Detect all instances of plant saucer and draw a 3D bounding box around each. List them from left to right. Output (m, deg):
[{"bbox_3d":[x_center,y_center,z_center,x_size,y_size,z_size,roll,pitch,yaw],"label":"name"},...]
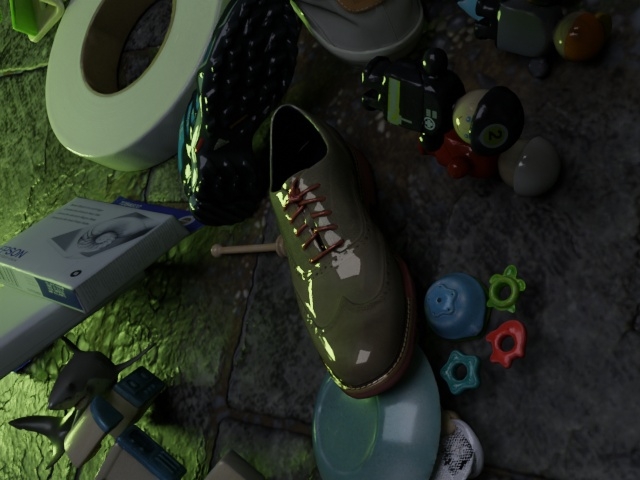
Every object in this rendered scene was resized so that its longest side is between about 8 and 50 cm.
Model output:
[{"bbox_3d":[0.039,0.178,0.864,0.195,0.038,0.194,-24,60,51],"label":"plant saucer"}]

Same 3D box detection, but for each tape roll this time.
[{"bbox_3d":[-0.257,-0.293,1.297,0.392,0.072,0.391,-15,65,36],"label":"tape roll"}]

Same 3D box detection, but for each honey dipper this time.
[{"bbox_3d":[-0.075,0.010,1.065,0.161,0.030,0.030,-6,71,43],"label":"honey dipper"}]

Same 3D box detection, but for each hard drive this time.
[{"bbox_3d":[-0.420,0.122,1.123,0.233,0.047,0.353,0,31,49],"label":"hard drive"}]

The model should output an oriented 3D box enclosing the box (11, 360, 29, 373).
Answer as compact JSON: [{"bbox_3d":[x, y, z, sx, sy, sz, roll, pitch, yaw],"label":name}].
[{"bbox_3d":[-0.469,0.132,1.344,0.081,0.028,0.136,-35,53,25],"label":"box"}]

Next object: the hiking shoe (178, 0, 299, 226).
[{"bbox_3d":[-0.120,-0.170,1.063,0.132,0.113,0.304,49,128,46],"label":"hiking shoe"}]

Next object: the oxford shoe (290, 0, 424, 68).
[{"bbox_3d":[-0.034,-0.372,1.071,0.169,0.130,0.449,-35,53,-8],"label":"oxford shoe"}]

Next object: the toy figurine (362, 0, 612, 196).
[{"bbox_3d":[0.163,-0.160,0.808,0.148,0.213,0.209,25,88,33],"label":"toy figurine"}]

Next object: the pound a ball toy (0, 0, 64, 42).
[{"bbox_3d":[-0.481,-0.490,1.470,0.136,0.208,0.319,-35,59,33],"label":"pound a ball toy"}]

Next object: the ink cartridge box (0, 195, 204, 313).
[{"bbox_3d":[-0.284,-0.005,1.137,0.223,0.045,0.224,10,39,41],"label":"ink cartridge box"}]

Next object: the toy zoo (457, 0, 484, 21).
[{"bbox_3d":[0.163,-0.364,0.889,0.192,0.030,0.293,16,124,47],"label":"toy zoo"}]

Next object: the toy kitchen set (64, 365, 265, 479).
[{"bbox_3d":[-0.165,0.235,1.034,0.207,0.166,0.122,39,104,4],"label":"toy kitchen set"}]

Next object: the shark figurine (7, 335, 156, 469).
[{"bbox_3d":[-0.317,0.175,1.133,0.116,0.166,0.278,44,146,2],"label":"shark figurine"}]

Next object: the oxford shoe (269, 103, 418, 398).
[{"bbox_3d":[0.000,0.000,0.893,0.123,0.130,0.348,-32,44,15],"label":"oxford shoe"}]

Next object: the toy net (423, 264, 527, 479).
[{"bbox_3d":[0.140,0.141,0.829,0.122,0.045,0.232,-3,74,37],"label":"toy net"}]
